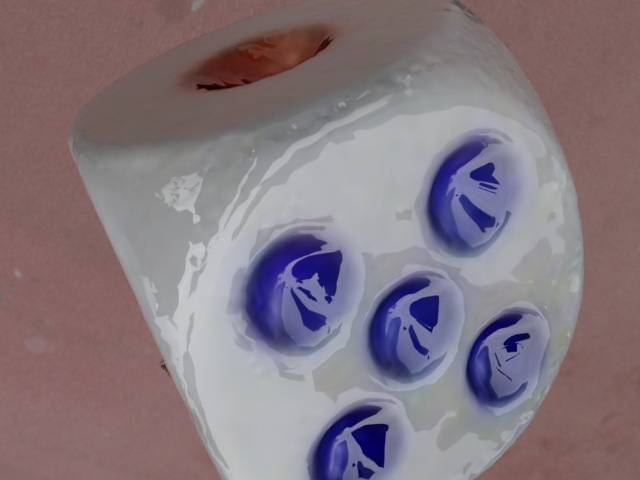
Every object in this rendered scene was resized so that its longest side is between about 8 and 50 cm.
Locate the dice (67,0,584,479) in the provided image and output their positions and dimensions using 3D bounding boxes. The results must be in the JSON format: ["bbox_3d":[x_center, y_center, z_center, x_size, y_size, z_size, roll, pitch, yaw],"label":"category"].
[{"bbox_3d":[0.000,0.000,0.480,0.243,0.259,0.251,-26,118,-15],"label":"dice"}]

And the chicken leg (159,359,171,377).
[{"bbox_3d":[-0.080,0.204,0.999,0.304,0.113,0.093,17,103,19],"label":"chicken leg"}]
